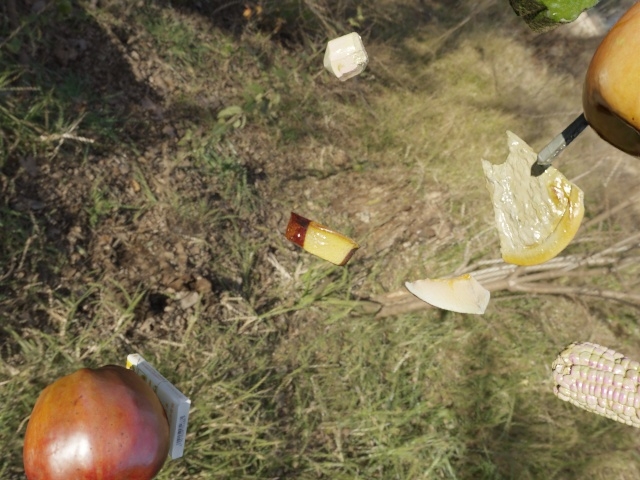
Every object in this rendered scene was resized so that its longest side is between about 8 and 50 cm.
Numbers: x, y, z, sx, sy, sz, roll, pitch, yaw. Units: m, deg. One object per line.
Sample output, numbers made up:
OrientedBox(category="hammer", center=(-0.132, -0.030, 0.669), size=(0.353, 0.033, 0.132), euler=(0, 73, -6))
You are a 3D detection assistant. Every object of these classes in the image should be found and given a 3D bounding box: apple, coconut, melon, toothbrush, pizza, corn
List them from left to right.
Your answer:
OrientedBox(category="apple", center=(-0.377, 0.326, 0.878), size=(0.234, 0.234, 0.234), euler=(36, 38, -34))
OrientedBox(category="coconut", center=(0.067, -0.518, 1.479), size=(0.116, 0.122, 0.116), euler=(-19, 90, -72))
OrientedBox(category="melon", center=(0.283, 0.119, 1.187), size=(0.098, 0.182, 0.054), euler=(45, 57, -26))
OrientedBox(category="pizza", center=(0.385, -0.087, 0.976), size=(0.034, 0.181, 0.262), euler=(-2, 69, -44))
OrientedBox(category="toothbrush", center=(0.457, -0.228, 0.819), size=(0.031, 0.297, 0.030), euler=(34, 25, -16))
OrientedBox(category="corn", center=(0.575, 0.275, 0.909), size=(0.127, 0.335, 0.126), euler=(-13, 110, -40))
OrientedBox(category="apple", center=(0.452, -0.200, 0.649), size=(0.253, 0.253, 0.253), euler=(36, 38, -34))

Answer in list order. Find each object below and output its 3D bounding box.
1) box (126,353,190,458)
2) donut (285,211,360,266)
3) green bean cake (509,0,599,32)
OrientedBox(category="box", center=(-0.337, 0.328, 1.060), size=(0.032, 0.220, 0.122), euler=(-2, 107, -44))
OrientedBox(category="donut", center=(0.000, 0.000, 1.217), size=(0.184, 0.073, 0.166), euler=(27, 1, 23))
OrientedBox(category="green bean cake", center=(0.459, -0.562, 0.987), size=(0.250, 0.247, 0.156), euler=(48, 9, -12))
